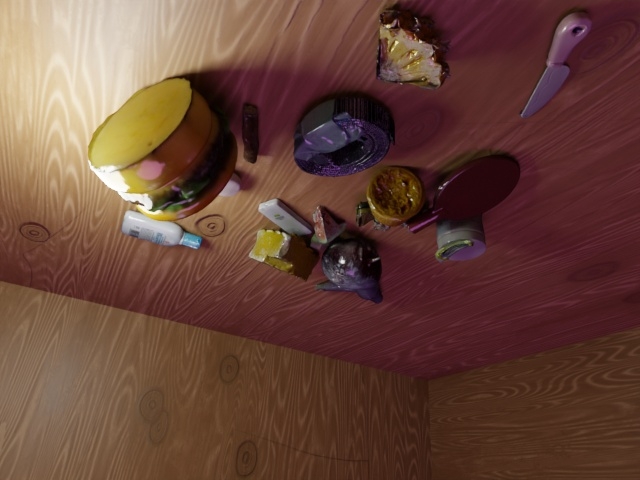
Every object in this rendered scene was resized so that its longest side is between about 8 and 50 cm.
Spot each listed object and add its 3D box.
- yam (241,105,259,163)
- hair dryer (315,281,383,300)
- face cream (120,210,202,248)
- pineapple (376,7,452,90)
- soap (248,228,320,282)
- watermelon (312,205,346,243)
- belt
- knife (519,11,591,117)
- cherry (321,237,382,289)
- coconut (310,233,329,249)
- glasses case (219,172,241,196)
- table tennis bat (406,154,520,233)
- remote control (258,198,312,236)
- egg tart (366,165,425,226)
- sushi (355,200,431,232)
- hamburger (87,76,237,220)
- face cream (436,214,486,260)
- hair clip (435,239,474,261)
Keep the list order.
[{"bbox_3d":[-0.224,-0.330,1.447,0.057,0.056,0.241,8,151,-4],"label":"yam"},{"bbox_3d":[0.146,0.254,2.381,0.361,0.121,0.301,3,160,23],"label":"hair dryer"},{"bbox_3d":[-0.696,-0.035,2.000,0.337,0.080,0.163,17,147,-20],"label":"face cream"},{"bbox_3d":[0.212,-0.465,1.118,0.236,0.114,0.186,32,142,-23],"label":"pineapple"},{"bbox_3d":[-0.091,0.076,1.949,0.339,0.169,0.304,25,172,-30],"label":"soap"},{"bbox_3d":[0.007,-0.053,1.841,0.098,0.121,0.158,5,154,48],"label":"watermelon"},{"bbox_3d":[0.061,-0.307,1.384,0.325,0.122,0.260,-18,150,38],"label":"belt"},{"bbox_3d":[0.603,-0.438,1.170,0.081,0.043,0.336,-4,156,3],"label":"knife"},{"bbox_3d":[0.141,0.103,1.980,0.296,0.218,0.255,-7,154,45],"label":"cherry"},{"bbox_3d":[0.000,0.000,1.954,0.081,0.082,0.083,18,-178,8],"label":"coconut"},{"bbox_3d":[-0.423,-0.241,1.610,0.297,0.075,0.113,24,144,-30],"label":"glasses case"},{"bbox_3d":[0.485,-0.145,1.556,0.415,0.051,0.268,-33,138,21],"label":"table tennis bat"},{"bbox_3d":[-0.141,-0.088,1.869,0.103,0.034,0.250,-16,145,33],"label":"remote control"},{"bbox_3d":[0.259,-0.142,1.581,0.203,0.202,0.147,2,162,5],"label":"egg tart"},{"bbox_3d":[0.274,-0.088,1.718,0.291,0.131,0.139,-3,151,-5],"label":"sushi"},{"bbox_3d":[-0.424,-0.248,1.310,0.396,0.395,0.277,-9,146,23],"label":"hamburger"},{"bbox_3d":[0.541,-0.027,1.754,0.177,0.152,0.177,3,151,2],"label":"face cream"},{"bbox_3d":[0.491,0.032,1.676,0.060,0.033,0.188,20,148,-23],"label":"hair clip"}]
